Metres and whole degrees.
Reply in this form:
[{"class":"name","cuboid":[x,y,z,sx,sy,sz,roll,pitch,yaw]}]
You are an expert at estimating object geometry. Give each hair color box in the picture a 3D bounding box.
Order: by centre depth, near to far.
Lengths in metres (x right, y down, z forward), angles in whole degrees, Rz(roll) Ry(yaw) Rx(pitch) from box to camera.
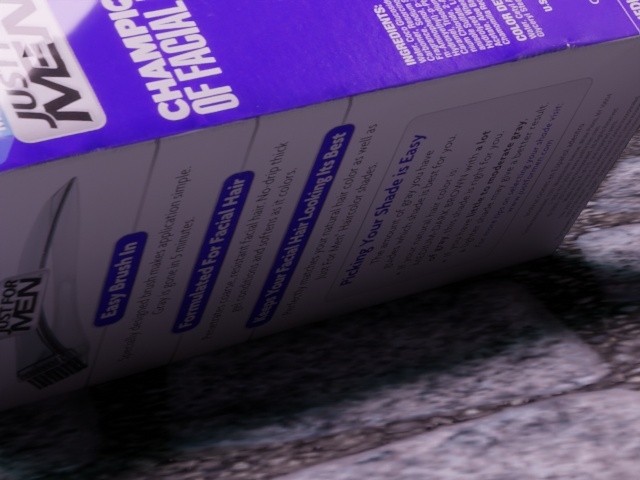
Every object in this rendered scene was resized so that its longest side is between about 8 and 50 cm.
[{"class":"hair color box","cuboid":[-0.018,-0.045,0.727,0.338,0.110,0.185,-16,-29,-28]}]
